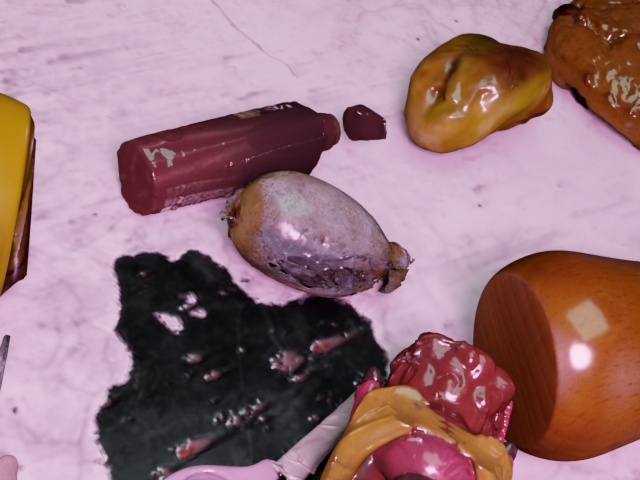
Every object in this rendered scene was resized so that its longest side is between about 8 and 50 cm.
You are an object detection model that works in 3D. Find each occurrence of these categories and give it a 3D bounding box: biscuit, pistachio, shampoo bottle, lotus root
[{"bbox_3d":[0.392,-0.189,1.171,0.296,0.075,0.296,12,45,-12],"label":"biscuit"},{"bbox_3d":[0.154,-0.150,1.016,0.189,0.100,0.110,-23,65,-35],"label":"pistachio"},{"bbox_3d":[-0.052,-0.078,0.888,0.236,0.067,0.068,-19,50,-35],"label":"shampoo bottle"},{"bbox_3d":[0.001,0.000,0.832,0.165,0.088,0.088,23,44,-15],"label":"lotus root"}]

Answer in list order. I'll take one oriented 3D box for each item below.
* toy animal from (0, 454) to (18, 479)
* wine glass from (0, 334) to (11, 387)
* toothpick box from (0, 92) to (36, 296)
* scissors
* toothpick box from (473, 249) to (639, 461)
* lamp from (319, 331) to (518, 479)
[{"bbox_3d":[-0.206,0.206,0.549,0.124,0.124,0.212,35,18,11],"label":"toy animal"},{"bbox_3d":[-0.292,0.083,0.621,0.202,0.093,0.093,12,46,-16],"label":"wine glass"},{"bbox_3d":[-0.317,-0.043,0.673,0.271,0.175,0.175,9,46,-19],"label":"toothpick box"},{"bbox_3d":[-0.018,0.154,0.719,0.110,0.021,0.212,36,46,17],"label":"scissors"},{"bbox_3d":[0.276,0.078,0.802,0.294,0.192,0.192,-4,51,-19],"label":"toothpick box"},{"bbox_3d":[0.053,0.173,0.665,0.118,0.118,0.253,24,46,0],"label":"lamp"}]
